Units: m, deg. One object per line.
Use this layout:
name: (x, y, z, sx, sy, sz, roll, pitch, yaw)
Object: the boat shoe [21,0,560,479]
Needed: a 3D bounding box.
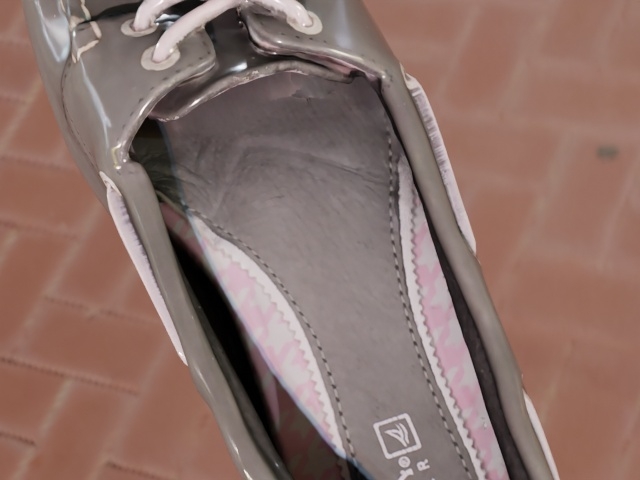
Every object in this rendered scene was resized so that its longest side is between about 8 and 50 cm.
boat shoe: (0.000, 0.000, 0.499, 0.112, 0.095, 0.335, -20, 78, -15)
